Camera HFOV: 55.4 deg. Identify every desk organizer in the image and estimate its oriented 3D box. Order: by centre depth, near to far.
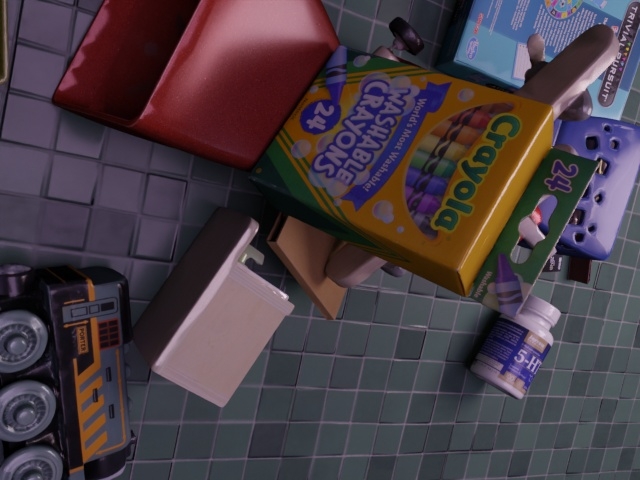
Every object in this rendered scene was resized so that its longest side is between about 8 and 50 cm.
[{"bbox_3d":[0.562,0.024,1.281,0.047,0.050,0.130,-3,101,-27],"label":"desk organizer"}]

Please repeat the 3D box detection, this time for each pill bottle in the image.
[{"bbox_3d":[0.384,0.202,1.187,0.112,0.112,0.186,35,83,-28],"label":"pill bottle"}]

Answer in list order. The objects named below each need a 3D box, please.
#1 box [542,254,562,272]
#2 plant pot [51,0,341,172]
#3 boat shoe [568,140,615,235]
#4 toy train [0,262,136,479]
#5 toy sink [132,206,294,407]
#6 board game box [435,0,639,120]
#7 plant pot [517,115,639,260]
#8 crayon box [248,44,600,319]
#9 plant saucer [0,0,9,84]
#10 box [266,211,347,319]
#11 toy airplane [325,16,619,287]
[{"bbox_3d":[0.468,0.023,1.249,0.067,0.018,0.083,1,99,-27],"label":"box"},{"bbox_3d":[-0.130,-0.217,0.765,0.236,0.267,0.267,30,85,-42],"label":"plant pot"},{"bbox_3d":[0.547,-0.164,1.190,0.117,0.097,0.324,2,102,-57],"label":"boat shoe"},{"bbox_3d":[-0.340,0.186,0.796,0.190,0.142,0.333,-10,104,-36],"label":"toy train"},{"bbox_3d":[-0.138,0.089,0.868,0.131,0.153,0.234,37,81,-28],"label":"toy sink"},{"bbox_3d":[0.398,-0.364,1.061,0.336,0.079,0.253,18,92,-15],"label":"board game box"},{"bbox_3d":[0.375,-0.112,1.059,0.212,0.236,0.235,17,91,-22],"label":"plant pot"},{"bbox_3d":[0.106,-0.079,0.670,0.203,0.323,0.083,-58,151,-12],"label":"crayon box"},{"bbox_3d":[-0.459,-0.279,0.688,0.189,0.045,0.188,-1,100,-27],"label":"plant saucer"},{"bbox_3d":[0.000,0.000,0.925,0.201,0.021,0.164,57,45,-43],"label":"box"},{"bbox_3d":[0.203,-0.109,0.861,0.272,0.386,0.384,32,64,-53],"label":"toy airplane"}]
